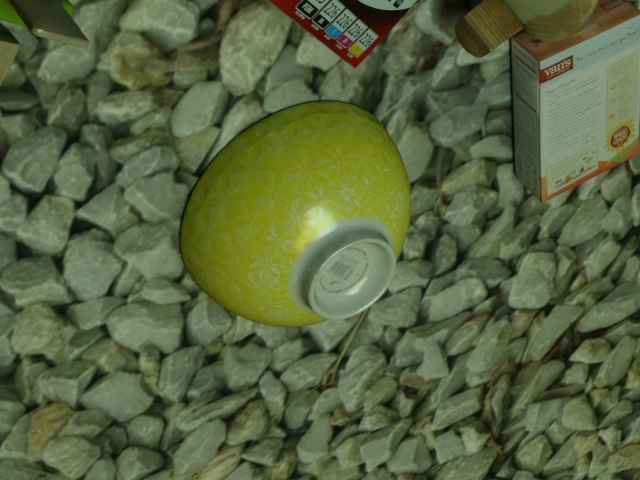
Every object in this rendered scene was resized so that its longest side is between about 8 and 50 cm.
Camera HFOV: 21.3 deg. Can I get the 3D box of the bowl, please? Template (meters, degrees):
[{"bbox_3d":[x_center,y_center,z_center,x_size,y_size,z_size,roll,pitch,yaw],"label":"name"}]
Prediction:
[{"bbox_3d":[0.000,0.000,1.963,0.289,0.156,0.289,-20,134,-22],"label":"bowl"}]

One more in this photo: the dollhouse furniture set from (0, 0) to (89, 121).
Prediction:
[{"bbox_3d":[-0.363,-0.105,1.605,0.197,0.151,0.302,11,118,-42],"label":"dollhouse furniture set"}]

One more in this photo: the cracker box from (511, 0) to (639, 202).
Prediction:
[{"bbox_3d":[0.318,-0.177,2.112,0.155,0.067,0.232,-25,137,-18],"label":"cracker box"}]

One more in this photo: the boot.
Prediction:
[{"bbox_3d":[0.276,-0.302,1.844,0.211,0.295,0.104,-40,97,-18],"label":"boot"}]

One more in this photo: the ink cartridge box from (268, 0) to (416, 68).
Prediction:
[{"bbox_3d":[0.032,-0.342,1.641,0.272,0.130,0.309,-48,158,7],"label":"ink cartridge box"}]
